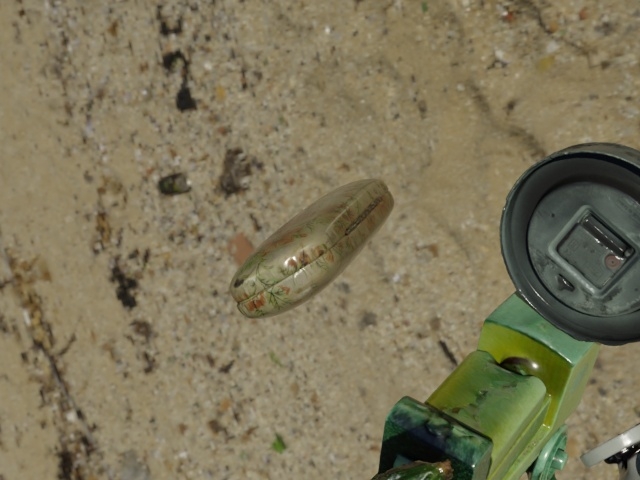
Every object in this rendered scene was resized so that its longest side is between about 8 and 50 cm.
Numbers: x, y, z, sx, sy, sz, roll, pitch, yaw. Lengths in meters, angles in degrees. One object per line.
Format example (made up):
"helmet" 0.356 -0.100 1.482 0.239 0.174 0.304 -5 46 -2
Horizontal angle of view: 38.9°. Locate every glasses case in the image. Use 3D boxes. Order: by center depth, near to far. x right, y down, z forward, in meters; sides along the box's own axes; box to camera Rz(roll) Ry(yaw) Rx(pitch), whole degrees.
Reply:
"glasses case" 0.000 0.000 1.278 0.157 0.425 0.098 -28 96 22

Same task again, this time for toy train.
"toy train" 0.185 0.233 1.054 0.160 0.397 0.253 28 131 28

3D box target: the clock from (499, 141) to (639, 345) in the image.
"clock" 0.304 0.003 0.984 0.226 0.049 0.226 21 125 33

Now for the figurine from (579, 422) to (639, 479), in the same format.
"figurine" 0.426 0.332 1.078 0.236 0.133 0.176 62 178 18

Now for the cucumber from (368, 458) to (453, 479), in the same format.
"cucumber" -0.030 0.237 0.657 0.067 0.294 0.067 60 -171 -16
